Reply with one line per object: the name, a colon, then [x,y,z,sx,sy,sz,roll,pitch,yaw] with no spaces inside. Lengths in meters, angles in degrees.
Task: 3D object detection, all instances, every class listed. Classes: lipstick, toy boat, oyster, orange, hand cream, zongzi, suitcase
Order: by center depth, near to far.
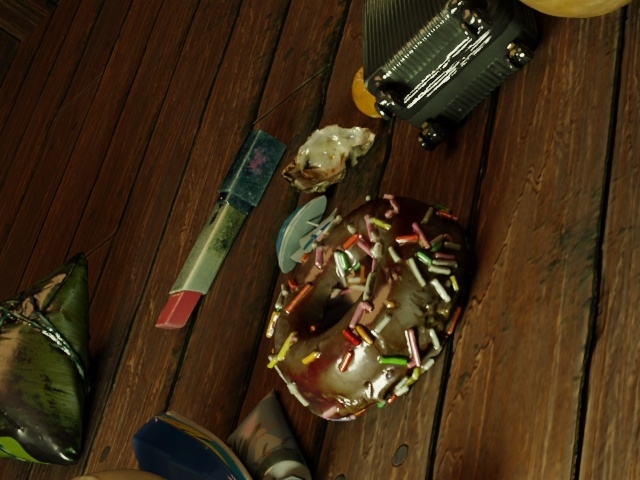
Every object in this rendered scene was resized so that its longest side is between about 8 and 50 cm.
toy boat: [-0.116,0.271,1.705,0.088,0.129,0.295,-16,10,-23]
hand cream: [-0.056,0.234,1.722,0.088,0.055,0.256,-52,17,3]
suitcase: [0.149,-0.267,1.857,0.202,0.128,0.312,-43,26,29]
toy boat: [-0.009,0.006,1.956,0.105,0.034,0.149,-49,36,10]
orange: [0.079,-0.192,1.973,0.083,0.070,0.083,-30,37,26]
oyster: [0.007,-0.099,2.017,0.148,0.051,0.103,6,61,48]
lipstick: [-0.142,-0.009,2.203,0.051,0.051,0.312,2,63,63]
zongzi: [-0.537,0.204,2.325,0.383,0.362,0.319,-30,53,43]

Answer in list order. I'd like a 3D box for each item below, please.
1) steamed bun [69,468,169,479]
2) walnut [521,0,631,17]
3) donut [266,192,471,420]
steamed bun: [-0.184,0.376,1.595,0.283,0.177,0.283,-21,64,54]
walnut: [0.253,-0.342,1.666,0.203,0.203,0.298,-58,31,-4]
donut: [0.046,0.065,1.664,0.270,0.103,0.269,-43,25,26]
